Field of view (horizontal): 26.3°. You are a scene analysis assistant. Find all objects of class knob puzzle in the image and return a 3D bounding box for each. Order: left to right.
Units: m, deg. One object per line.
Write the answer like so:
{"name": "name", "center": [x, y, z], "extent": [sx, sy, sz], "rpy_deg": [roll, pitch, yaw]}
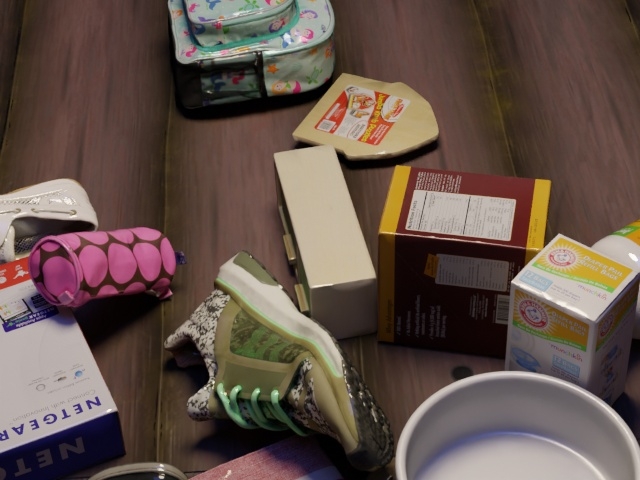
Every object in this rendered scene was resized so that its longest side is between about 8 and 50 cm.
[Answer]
{"name": "knob puzzle", "center": [0.083, -0.171, 2.026], "extent": [0.213, 0.030, 0.213], "rpy_deg": [-2, 42, 1]}

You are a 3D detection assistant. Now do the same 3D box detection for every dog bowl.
{"name": "dog bowl", "center": [0.213, 0.273, 1.482], "extent": [0.265, 0.104, 0.265], "rpy_deg": [-2, 42, 2]}

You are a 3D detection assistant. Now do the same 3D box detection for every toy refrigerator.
{"name": "toy refrigerator", "center": [0.000, 0.000, 1.793], "extent": [0.094, 0.102, 0.269], "rpy_deg": [-9, 44, -7]}

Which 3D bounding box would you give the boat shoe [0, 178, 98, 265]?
{"name": "boat shoe", "center": [-0.431, -0.004, 1.823], "extent": [0.277, 0.098, 0.096], "rpy_deg": [-20, 45, -20]}

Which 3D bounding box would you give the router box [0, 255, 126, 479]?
{"name": "router box", "center": [-0.438, 0.182, 1.632], "extent": [0.335, 0.082, 0.301], "rpy_deg": [-19, 45, -17]}

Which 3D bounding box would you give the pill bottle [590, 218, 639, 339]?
{"name": "pill bottle", "center": [0.416, 0.039, 1.700], "extent": [0.246, 0.136, 0.136], "rpy_deg": [-26, 47, -23]}

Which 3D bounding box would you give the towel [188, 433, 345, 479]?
{"name": "towel", "center": [-0.036, 0.362, 1.452], "extent": [0.237, 0.037, 0.329], "rpy_deg": [-20, 47, -21]}

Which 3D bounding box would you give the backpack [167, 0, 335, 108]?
{"name": "backpack", "center": [-0.103, -0.321, 2.096], "extent": [0.254, 0.191, 0.225], "rpy_deg": [-4, 41, -8]}

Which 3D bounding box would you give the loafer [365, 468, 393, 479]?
{"name": "loafer", "center": [0.057, 0.309, 1.449], "extent": [0.050, 0.056, 0.148], "rpy_deg": [13, 52, 8]}

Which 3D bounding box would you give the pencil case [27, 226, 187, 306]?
{"name": "pencil case", "center": [-0.268, 0.035, 1.715], "extent": [0.095, 0.098, 0.209], "rpy_deg": [-19, -6, 32]}

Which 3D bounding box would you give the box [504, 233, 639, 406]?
{"name": "box", "center": [0.288, 0.112, 1.579], "extent": [0.114, 0.203, 0.103], "rpy_deg": [28, 51, 29]}

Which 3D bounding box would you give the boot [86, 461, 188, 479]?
{"name": "boot", "center": [-0.237, 0.341, 1.410], "extent": [0.236, 0.085, 0.178], "rpy_deg": [-25, 42, 19]}

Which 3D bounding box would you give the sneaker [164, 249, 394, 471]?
{"name": "sneaker", "center": [-0.059, 0.174, 1.583], "extent": [0.182, 0.158, 0.410], "rpy_deg": [-39, 34, -7]}

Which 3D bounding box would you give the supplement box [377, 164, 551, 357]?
{"name": "supplement box", "center": [0.175, 0.028, 1.685], "extent": [0.194, 0.191, 0.129], "rpy_deg": [7, 43, 10]}
